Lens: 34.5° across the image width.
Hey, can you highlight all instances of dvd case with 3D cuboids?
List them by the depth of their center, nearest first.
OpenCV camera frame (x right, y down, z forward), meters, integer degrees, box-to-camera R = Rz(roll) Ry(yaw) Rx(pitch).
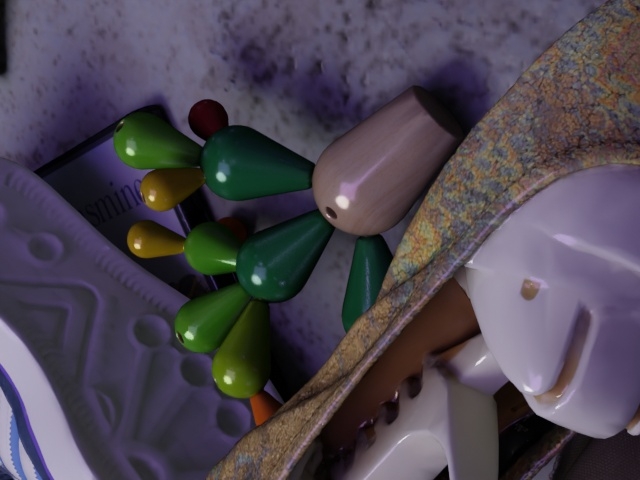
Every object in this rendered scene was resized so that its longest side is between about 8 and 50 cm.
[{"bbox_3d":[-0.110,0.059,0.663,0.180,0.022,0.253,-21,95,43],"label":"dvd case"}]

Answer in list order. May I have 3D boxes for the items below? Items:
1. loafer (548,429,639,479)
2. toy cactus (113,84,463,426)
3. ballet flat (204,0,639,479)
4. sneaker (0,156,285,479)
[{"bbox_3d":[0.109,0.160,0.407,0.094,0.087,0.251,-11,60,57],"label":"loafer"},{"bbox_3d":[0.000,0.000,0.513,0.180,0.112,0.219,-43,77,23],"label":"toy cactus"},{"bbox_3d":[0.063,0.058,0.403,0.123,0.123,0.348,46,113,15],"label":"ballet flat"},{"bbox_3d":[-0.156,0.119,0.639,0.323,0.130,0.236,45,140,8],"label":"sneaker"}]
